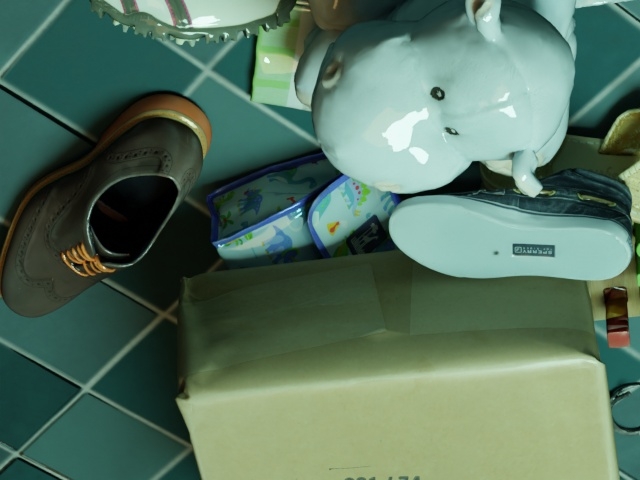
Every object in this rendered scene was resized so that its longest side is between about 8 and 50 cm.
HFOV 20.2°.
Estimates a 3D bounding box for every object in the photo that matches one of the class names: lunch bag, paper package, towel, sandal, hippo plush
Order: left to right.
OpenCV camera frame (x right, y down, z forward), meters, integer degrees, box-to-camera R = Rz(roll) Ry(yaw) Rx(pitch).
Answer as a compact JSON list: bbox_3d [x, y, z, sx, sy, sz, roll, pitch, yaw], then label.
[{"bbox_3d":[0.000,0.000,1.485,0.151,0.096,0.129,-24,124,7],"label":"lunch bag"},{"bbox_3d":[0.024,-0.139,1.400,0.152,0.023,0.113,8,131,-1],"label":"towel"},{"bbox_3d":[0.072,0.168,1.444,0.324,0.168,0.310,-7,125,6],"label":"paper package"},{"bbox_3d":[0.113,-0.105,1.251,0.294,0.236,0.234,-13,121,13],"label":"hippo plush"},{"bbox_3d":[0.242,-0.064,1.391,0.240,0.088,0.079,2,156,9],"label":"sandal"}]

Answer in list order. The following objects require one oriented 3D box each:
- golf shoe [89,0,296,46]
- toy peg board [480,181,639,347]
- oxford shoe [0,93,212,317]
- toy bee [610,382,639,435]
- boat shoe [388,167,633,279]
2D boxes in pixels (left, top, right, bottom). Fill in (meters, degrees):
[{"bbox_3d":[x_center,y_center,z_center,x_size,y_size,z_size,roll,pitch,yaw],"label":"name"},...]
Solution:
[{"bbox_3d":[-0.142,-0.223,1.293,0.272,0.105,0.120,14,124,-7],"label":"golf shoe"},{"bbox_3d":[0.223,0.026,1.489,0.160,0.079,0.161,-7,130,11],"label":"toy peg board"},{"bbox_3d":[-0.194,-0.009,1.485,0.097,0.098,0.271,30,127,-20],"label":"oxford shoe"},{"bbox_3d":[0.170,0.250,1.639,0.195,0.162,0.298,27,128,-15],"label":"toy bee"},{"bbox_3d":[0.147,-0.016,1.368,0.183,0.083,0.065,7,126,8],"label":"boat shoe"}]
